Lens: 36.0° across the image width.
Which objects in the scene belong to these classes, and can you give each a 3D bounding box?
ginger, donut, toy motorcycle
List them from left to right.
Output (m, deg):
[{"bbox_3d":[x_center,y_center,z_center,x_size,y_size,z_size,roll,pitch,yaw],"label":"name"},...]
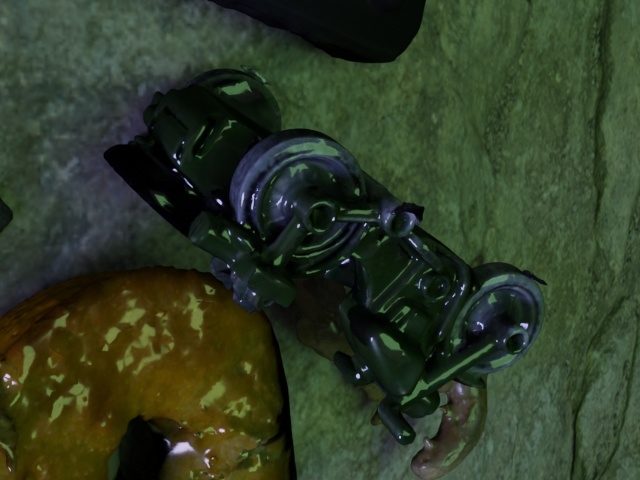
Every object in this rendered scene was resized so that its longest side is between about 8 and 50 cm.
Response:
[{"bbox_3d":[-0.119,0.137,0.597,0.253,0.118,0.253,-4,97,-41],"label":"donut"},{"bbox_3d":[0.000,0.000,0.616,0.275,0.205,0.127,34,95,-33],"label":"toy motorcycle"},{"bbox_3d":[0.051,0.064,0.778,0.258,0.065,0.149,47,55,-25],"label":"ginger"}]

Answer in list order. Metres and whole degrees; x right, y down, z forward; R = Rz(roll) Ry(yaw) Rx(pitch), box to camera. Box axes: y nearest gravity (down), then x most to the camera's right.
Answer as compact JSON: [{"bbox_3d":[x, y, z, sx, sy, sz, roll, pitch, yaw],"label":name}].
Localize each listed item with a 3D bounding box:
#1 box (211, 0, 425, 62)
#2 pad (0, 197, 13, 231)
[{"bbox_3d":[-0.032,-0.321,0.619,0.350,0.091,0.359,12,89,-41],"label":"box"},{"bbox_3d":[-0.277,0.010,0.512,0.211,0.003,0.143,-50,125,-25],"label":"pad"}]
